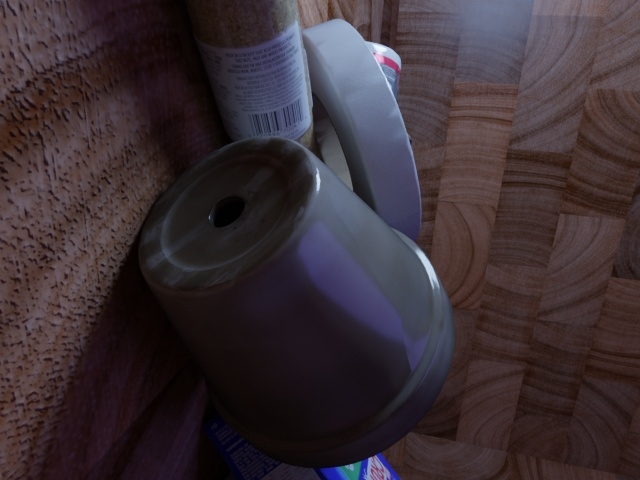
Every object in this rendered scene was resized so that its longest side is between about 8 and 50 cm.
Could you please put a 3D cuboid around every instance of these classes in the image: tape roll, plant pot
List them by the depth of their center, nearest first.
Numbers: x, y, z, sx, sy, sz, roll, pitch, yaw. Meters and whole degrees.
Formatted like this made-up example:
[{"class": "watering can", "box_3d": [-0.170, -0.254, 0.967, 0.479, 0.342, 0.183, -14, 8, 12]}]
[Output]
[{"class": "plant pot", "box_3d": [-0.039, 0.051, 0.538, 0.280, 0.323, 0.323, 56, 39, -46]}, {"class": "tape roll", "box_3d": [0.048, -0.158, 0.803, 0.392, 0.072, 0.392, 158, -90, -84]}]

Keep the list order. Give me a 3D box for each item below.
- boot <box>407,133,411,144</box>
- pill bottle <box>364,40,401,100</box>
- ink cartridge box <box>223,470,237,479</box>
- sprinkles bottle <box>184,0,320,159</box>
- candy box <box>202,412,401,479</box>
[{"class": "boot", "box_3d": [0.126, -0.258, 1.278, 0.305, 0.112, 0.115, -12, -100, 62]}, {"class": "pill bottle", "box_3d": [0.080, -0.267, 1.102, 0.176, 0.176, 0.319, 23, 75, -78]}, {"class": "ink cartridge box", "box_3d": [-0.121, 0.569, 0.790, 0.207, 0.119, 0.354, -3, 99, -79]}, {"class": "sprinkles bottle", "box_3d": [-0.075, -0.208, 0.538, 0.355, 0.121, 0.121, 81, 20, -54]}, {"class": "candy box", "box_3d": [-0.005, 0.356, 0.768, 0.122, 0.317, 0.268, -38, 171, 7]}]
